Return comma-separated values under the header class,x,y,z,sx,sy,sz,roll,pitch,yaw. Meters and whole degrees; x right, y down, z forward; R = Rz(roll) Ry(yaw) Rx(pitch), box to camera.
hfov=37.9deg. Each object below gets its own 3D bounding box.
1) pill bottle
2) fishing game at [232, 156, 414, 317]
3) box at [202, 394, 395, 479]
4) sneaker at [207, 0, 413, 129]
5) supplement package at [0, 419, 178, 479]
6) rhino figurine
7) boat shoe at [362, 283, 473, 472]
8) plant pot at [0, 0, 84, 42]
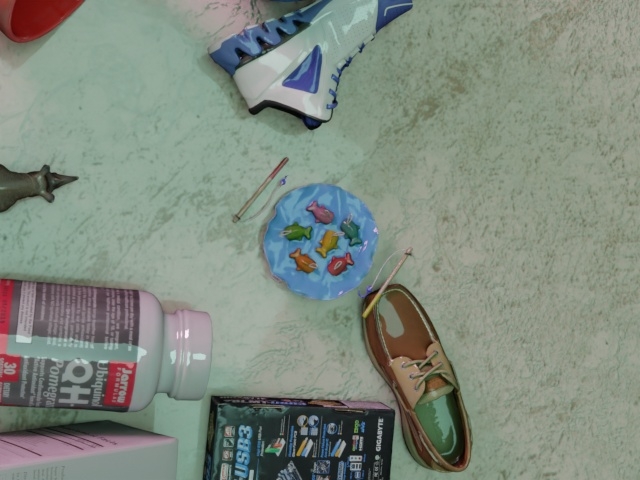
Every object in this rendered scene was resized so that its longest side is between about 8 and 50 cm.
class,x,y,z,sx,sy,sz,roll,pitch,yaw
pill bottle,-0.321,0.152,1.316,0.318,0.176,0.176,6,89,-16
fishing game,0.000,0.000,1.455,0.264,0.041,0.189,40,80,1
box,-0.039,0.398,1.459,0.293,0.073,0.296,5,90,-16
sneaker,0.002,-0.276,1.445,0.315,0.127,0.182,-24,101,-8
supplement package,-0.359,0.353,1.248,0.293,0.175,0.178,4,89,-48
rhino figurine,-0.463,-0.072,1.307,0.243,0.106,0.073,-6,93,-16
boat shoe,0.170,0.224,1.493,0.122,0.120,0.324,-25,98,-15
plant pot,-0.421,-0.444,1.248,0.243,0.275,0.275,39,80,-4
